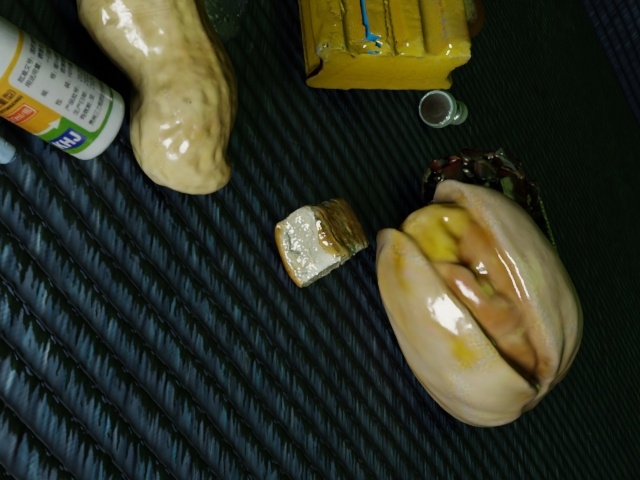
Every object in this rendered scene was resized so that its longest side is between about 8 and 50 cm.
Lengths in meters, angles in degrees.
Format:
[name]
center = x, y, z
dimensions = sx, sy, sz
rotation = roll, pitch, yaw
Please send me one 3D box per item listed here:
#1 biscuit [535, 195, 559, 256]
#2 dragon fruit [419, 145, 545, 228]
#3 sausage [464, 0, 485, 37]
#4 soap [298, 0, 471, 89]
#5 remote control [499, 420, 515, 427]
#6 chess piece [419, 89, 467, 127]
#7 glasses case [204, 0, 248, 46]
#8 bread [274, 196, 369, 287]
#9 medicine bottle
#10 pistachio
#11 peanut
[biscuit]
center = 0.392, 0.043, 1.421
dimensions = 0.139, 0.016, 0.231
rotation = 106, -31, -80
[dragon fruit]
center = 0.218, -0.046, 1.128
dimensions = 0.189, 0.182, 0.182
rotation = 97, 0, -53
[sausage]
center = 0.223, -0.471, 1.454
dimensions = 0.098, 0.098, 0.238
rotation = -33, 99, -58
[soap]
center = 0.069, -0.344, 1.042
dimensions = 0.204, 0.096, 0.324
rotation = 1, 67, -13
[remote control]
center = 0.243, 0.148, 1.190
dimensions = 0.063, 0.025, 0.245
rotation = 0, 72, -59
[chess piece]
center = 0.207, -0.210, 1.317
dimensions = 0.149, 0.059, 0.059
rotation = -15, 85, -65
[glasses case]
center = -0.112, -0.315, 0.859
dimensions = 0.109, 0.067, 0.282
rotation = 45, 37, -40
[bread]
center = -0.002, 0.000, 0.848
dimensions = 0.070, 0.076, 0.083
rotation = 60, 31, 6
[medicine bottle]
center = -0.241, -0.116, 0.555
dimensions = 0.220, 0.061, 0.092
rotation = 33, 66, -44
[pistachio]
center = 0.191, 0.086, 0.983
dimensions = 0.309, 0.230, 0.230
rotation = 57, 33, -14
[peanut]
center = -0.137, -0.165, 0.702
dimensions = 0.117, 0.101, 0.263
rotation = -20, 93, -17
